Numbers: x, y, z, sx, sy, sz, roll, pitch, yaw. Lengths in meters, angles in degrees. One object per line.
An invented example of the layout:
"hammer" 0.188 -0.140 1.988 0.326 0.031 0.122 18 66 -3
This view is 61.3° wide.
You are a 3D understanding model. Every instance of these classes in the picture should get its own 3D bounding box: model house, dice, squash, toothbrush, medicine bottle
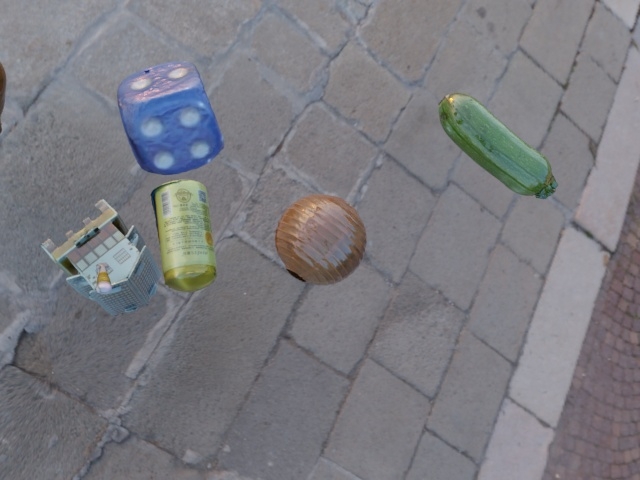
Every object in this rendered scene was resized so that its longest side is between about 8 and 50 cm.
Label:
"model house" -0.517 0.058 1.329 0.198 0.224 0.215 -41 78 -20
"dice" -0.249 -0.206 0.904 0.146 0.147 0.143 -16 42 -8
"squash" 0.262 -0.137 0.803 0.219 0.068 0.077 37 36 -6
"toothbrush" -0.327 0.058 0.810 0.021 0.288 0.024 7 91 -23
"medicine bottle" -0.295 -0.005 1.184 0.124 0.124 0.239 -3 73 -27

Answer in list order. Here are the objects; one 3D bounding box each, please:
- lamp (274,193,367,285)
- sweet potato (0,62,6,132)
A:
"lamp" 0.000 0.000 0.778 0.136 0.136 0.137 7 75 -25
"sweet potato" -0.795 -0.388 1.258 0.112 0.359 0.112 7 47 -8
